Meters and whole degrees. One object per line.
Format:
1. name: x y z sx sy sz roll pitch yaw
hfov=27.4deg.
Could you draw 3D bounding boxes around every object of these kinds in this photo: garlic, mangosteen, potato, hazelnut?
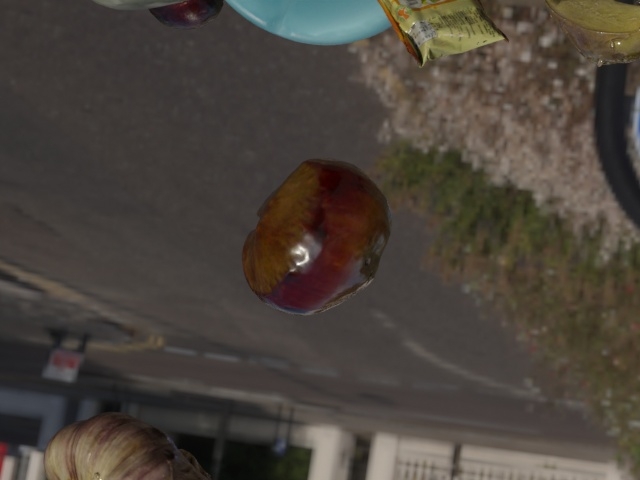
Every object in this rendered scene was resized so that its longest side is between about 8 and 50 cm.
1. garlic: -0.222 0.312 1.597 0.245 0.245 0.160 -2 -154 43
2. mangosteen: -0.207 -0.406 2.043 0.152 0.152 0.152 8 168 2
3. potato: 0.382 -0.287 1.847 0.172 0.089 0.100 18 152 18
4. hazelnut: 0.000 0.000 1.978 0.217 0.251 0.217 25 -161 -9

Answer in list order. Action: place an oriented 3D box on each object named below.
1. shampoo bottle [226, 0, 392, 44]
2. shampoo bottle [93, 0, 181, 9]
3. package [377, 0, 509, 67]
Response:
1. shampoo bottle: 0.023 -0.475 1.744 0.331 0.342 0.331 7 126 9
2. shampoo bottle: -0.142 -0.378 1.193 0.322 0.317 0.322 -22 -177 1
3. package: 0.121 -0.232 1.355 0.121 0.108 0.031 -18 154 -25
